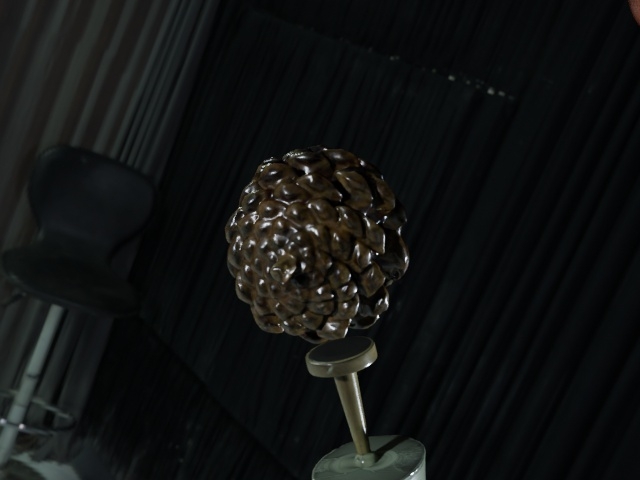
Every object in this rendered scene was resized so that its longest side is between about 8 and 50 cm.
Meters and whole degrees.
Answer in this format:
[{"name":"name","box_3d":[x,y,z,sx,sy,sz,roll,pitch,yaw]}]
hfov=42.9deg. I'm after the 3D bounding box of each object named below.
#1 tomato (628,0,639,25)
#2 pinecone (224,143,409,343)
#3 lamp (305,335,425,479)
[{"name":"tomato","box_3d":[0.457,-0.255,0.896,0.199,0.112,0.228,-3,11,-15]},{"name":"pinecone","box_3d":[-0.004,-0.010,1.023,0.243,0.244,0.257,21,37,-13]},{"name":"lamp","box_3d":[0.045,0.211,0.829,0.121,0.215,0.121,-13,12,3]}]
